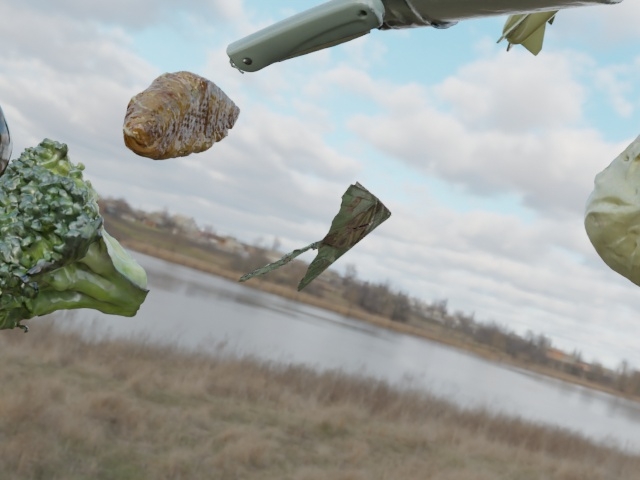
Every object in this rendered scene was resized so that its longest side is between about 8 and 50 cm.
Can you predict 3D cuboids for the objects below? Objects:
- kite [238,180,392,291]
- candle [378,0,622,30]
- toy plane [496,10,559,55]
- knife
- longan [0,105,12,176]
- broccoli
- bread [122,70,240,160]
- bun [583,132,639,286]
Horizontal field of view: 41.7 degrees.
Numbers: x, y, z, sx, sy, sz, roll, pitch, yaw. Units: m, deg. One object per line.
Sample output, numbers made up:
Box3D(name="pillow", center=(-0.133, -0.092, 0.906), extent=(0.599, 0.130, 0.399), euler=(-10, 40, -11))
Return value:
Box3D(name="kite", center=(0.001, 0.001, 1.061), extent=(0.250, 0.229, 0.012), euler=(-25, 64, -34))
Box3D(name="candle", center=(0.176, -0.313, 0.762), extent=(0.342, 0.221, 0.221), euler=(2, -12, 37))
Box3D(name="toy plane", center=(0.319, -0.353, 1.107), extent=(0.092, 0.244, 0.229), euler=(39, 17, 12))
Box3D(name="knife", center=(-0.013, -0.184, 0.756), extent=(0.162, 0.023, 0.044), euler=(-12, -38, 34))
Box3D(name="longan", center=(-0.302, -0.088, 0.692), extent=(0.092, 0.113, 0.113), euler=(13, -5, 6))
Box3D(name="broccoli", center=(-0.326, 0.005, 1.060), extent=(0.245, 0.248, 0.288), euler=(20, 11, -40))
Box3D(name="bread", center=(-0.178, -0.154, 1.020), extent=(0.076, 0.105, 0.233), euler=(18, 20, 16))
Box3D(name="bun", center=(0.564, -0.066, 1.264), extent=(0.213, 0.361, 0.361), euler=(11, 0, -38))
